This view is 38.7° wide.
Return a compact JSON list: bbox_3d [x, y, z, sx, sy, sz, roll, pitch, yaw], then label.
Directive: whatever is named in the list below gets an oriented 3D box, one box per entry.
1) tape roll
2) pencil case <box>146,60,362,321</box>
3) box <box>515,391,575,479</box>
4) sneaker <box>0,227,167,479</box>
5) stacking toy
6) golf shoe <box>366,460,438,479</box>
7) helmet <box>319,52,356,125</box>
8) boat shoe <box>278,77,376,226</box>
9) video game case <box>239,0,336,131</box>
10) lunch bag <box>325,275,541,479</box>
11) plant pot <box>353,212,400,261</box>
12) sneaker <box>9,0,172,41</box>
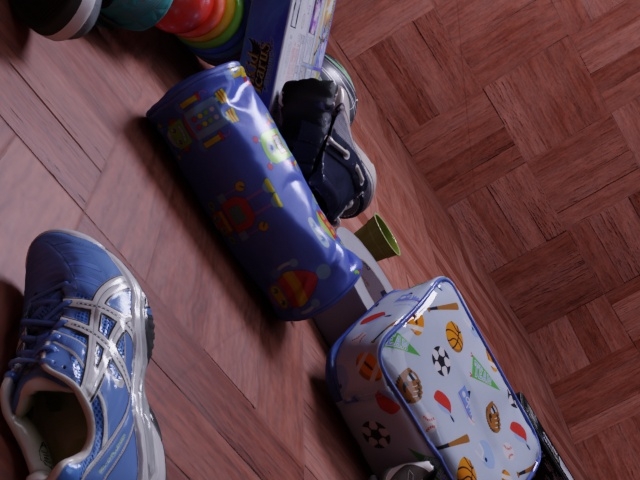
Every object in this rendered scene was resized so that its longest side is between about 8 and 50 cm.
[{"bbox_3d":[0.053,0.092,1.268,0.219,0.072,0.219,54,13,-19],"label":"tape roll"},{"bbox_3d":[-0.066,-0.053,1.037,0.306,0.119,0.133,58,37,-8],"label":"pencil case"},{"bbox_3d":[0.295,0.353,1.420,0.180,0.147,0.077,58,13,-2],"label":"box"},{"bbox_3d":[-0.149,0.073,0.557,0.081,0.080,0.211,45,18,-56],"label":"sneaker"},{"bbox_3d":[-0.157,-0.306,1.186,0.141,0.141,0.330,59,11,-1],"label":"stacking toy"},{"bbox_3d":[0.120,0.328,0.959,0.198,0.094,0.077,65,13,18],"label":"golf shoe"},{"bbox_3d":[-0.020,-0.242,1.535,0.161,0.169,0.169,49,5,36],"label":"helmet"},{"bbox_3d":[-0.001,-0.073,1.284,0.340,0.127,0.158,61,35,-62],"label":"boat shoe"},{"bbox_3d":[-0.053,-0.248,1.298,0.244,0.061,0.269,-24,127,-76],"label":"video game case"},{"bbox_3d":[0.149,0.209,1.115,0.243,0.115,0.303,-39,103,-52],"label":"lunch bag"},{"bbox_3d":[0.080,0.009,1.528,0.083,0.079,0.083,53,14,-20],"label":"plant pot"},{"bbox_3d":[-0.227,-0.269,0.945,0.178,0.124,0.295,32,27,-43],"label":"sneaker"}]
